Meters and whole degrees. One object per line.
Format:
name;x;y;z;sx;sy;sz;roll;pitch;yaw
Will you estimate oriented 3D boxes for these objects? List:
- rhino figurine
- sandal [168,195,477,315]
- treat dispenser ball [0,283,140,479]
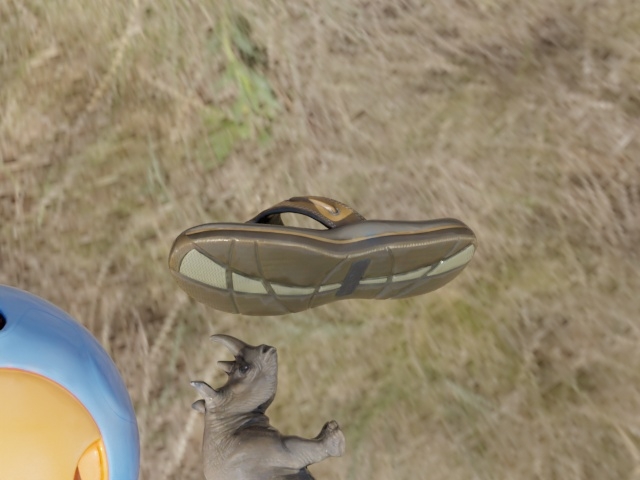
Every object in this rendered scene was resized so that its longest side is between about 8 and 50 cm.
rhino figurine;-0.031;0.172;1.392;0.106;0.243;0.073;-25;158;-8
sandal;0.000;0.000;1.199;0.219;0.060;0.090;-6;148;-25
treat dispenser ball;-0.291;0.177;1.502;0.288;0.288;0.288;-5;112;-11
